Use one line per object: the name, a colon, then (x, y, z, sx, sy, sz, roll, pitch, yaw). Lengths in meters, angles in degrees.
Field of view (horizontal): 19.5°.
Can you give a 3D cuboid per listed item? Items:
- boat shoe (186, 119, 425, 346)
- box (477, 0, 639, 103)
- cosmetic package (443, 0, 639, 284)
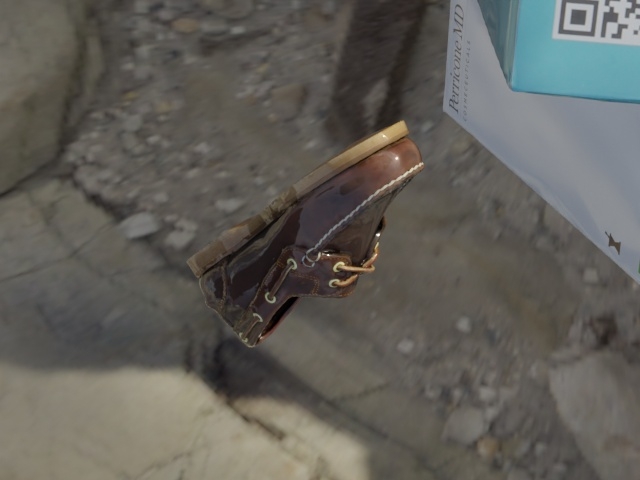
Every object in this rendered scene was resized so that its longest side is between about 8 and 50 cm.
boat shoe: (0.000, 0.000, 1.082, 0.207, 0.073, 0.073, -37, 81, 52)
box: (0.090, -0.092, 0.490, 0.100, 0.244, 0.060, 5, 109, -1)
cosmetic package: (0.262, -0.107, 1.456, 0.155, 0.365, 0.197, -23, 134, -25)
